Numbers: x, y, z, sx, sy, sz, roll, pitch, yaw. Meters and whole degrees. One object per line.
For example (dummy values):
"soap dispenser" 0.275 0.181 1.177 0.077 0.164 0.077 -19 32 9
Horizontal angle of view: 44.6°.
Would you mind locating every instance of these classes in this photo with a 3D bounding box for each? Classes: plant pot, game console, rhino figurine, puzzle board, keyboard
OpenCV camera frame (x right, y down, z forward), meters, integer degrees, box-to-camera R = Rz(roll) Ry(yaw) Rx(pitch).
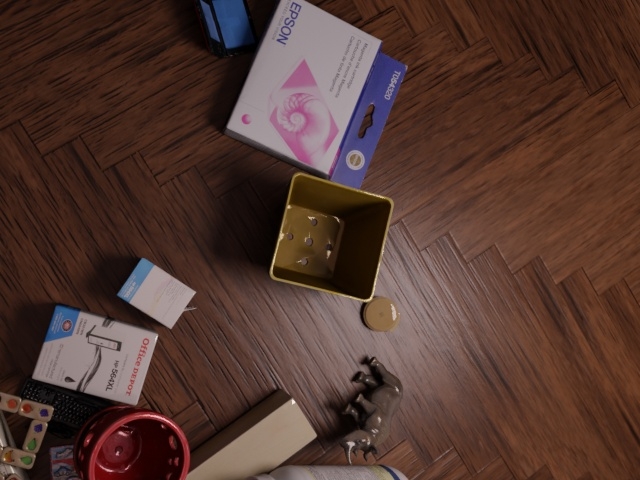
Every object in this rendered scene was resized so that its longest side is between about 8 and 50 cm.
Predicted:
"plant pot" -0.363 0.402 1.471 0.191 0.174 0.191 0 91 -29
"plant pot" 0.000 0.000 1.595 0.212 0.187 0.212 15 83 -14
"game console" -0.197 -0.460 1.618 0.085 0.124 0.144 -17 92 11
"rhino figurine" 0.105 0.364 1.625 0.106 0.073 0.243 36 47 -7
"puzzle board" -0.464 0.447 1.537 0.128 0.011 0.096 -4 88 -15
"keyboard" -0.496 0.339 1.520 0.192 0.038 0.100 23 82 -12

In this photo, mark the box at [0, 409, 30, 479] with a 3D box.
"box" -0.660 0.347 1.430 0.148 0.121 0.311 -20 93 -16

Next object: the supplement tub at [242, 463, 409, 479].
"supplement tub" 0.010 0.558 1.520 0.325 0.235 0.235 8 85 -28

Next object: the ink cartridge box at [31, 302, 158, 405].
"ink cartridge box" -0.433 0.220 1.517 0.203 0.086 0.148 18 83 -13

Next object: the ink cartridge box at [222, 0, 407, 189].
"ink cartridge box" 0.002 -0.312 1.669 0.330 0.071 0.324 23 82 -13

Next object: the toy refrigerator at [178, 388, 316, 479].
"toy refrigerator" -0.153 0.426 1.584 0.269 0.094 0.102 -34 103 -14

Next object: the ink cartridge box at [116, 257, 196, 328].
"ink cartridge box" -0.320 0.110 1.550 0.143 0.092 0.090 35 79 -11

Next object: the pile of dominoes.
"pile of dominoes" -0.620 0.352 1.356 0.251 0.040 0.196 19 82 -14

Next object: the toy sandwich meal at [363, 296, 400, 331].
"toy sandwich meal" 0.134 0.161 1.708 0.086 0.029 0.085 0 90 -4
